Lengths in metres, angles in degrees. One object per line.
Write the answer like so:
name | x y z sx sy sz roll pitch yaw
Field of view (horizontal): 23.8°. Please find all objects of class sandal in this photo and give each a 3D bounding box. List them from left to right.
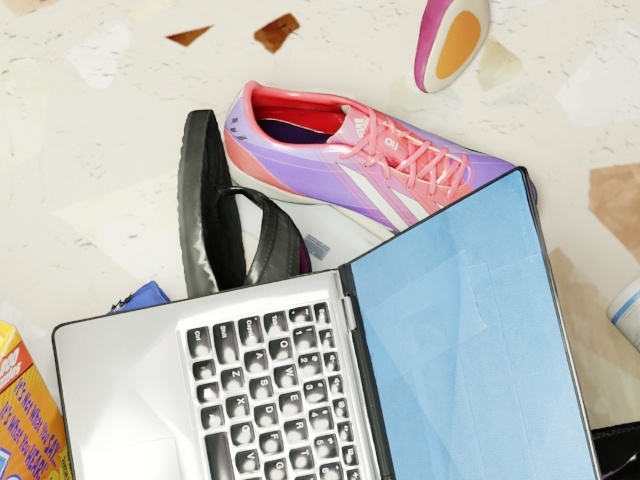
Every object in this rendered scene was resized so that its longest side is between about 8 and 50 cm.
sandal | -0.052 0.092 1.393 0.107 0.167 0.445 -11 76 5

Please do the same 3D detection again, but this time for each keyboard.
keyboard | 0.000 0.000 1.512 0.256 0.014 0.072 33 76 14

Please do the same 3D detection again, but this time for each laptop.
laptop | -0.007 0.191 1.161 0.408 0.236 0.382 -11 76 1

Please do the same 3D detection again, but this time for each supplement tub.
supplement tub | 0.331 0.085 1.441 0.071 0.071 0.107 -35 71 -14

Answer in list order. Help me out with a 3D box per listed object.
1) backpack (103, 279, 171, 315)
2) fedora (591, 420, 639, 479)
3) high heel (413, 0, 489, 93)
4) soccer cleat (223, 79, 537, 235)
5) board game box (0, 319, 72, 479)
backpack | -0.179 0.104 1.420 0.120 0.101 0.098 -36 65 -10
fedora | 0.318 0.255 1.296 0.334 0.334 0.152 -9 97 -4
high heel | 0.122 -0.269 1.606 0.117 0.082 0.244 13 78 36
soccer cleat | 0.060 -0.078 1.480 0.318 0.116 0.108 13 60 2
board game box | -0.450 0.223 1.228 0.356 0.356 0.356 20 68 8
